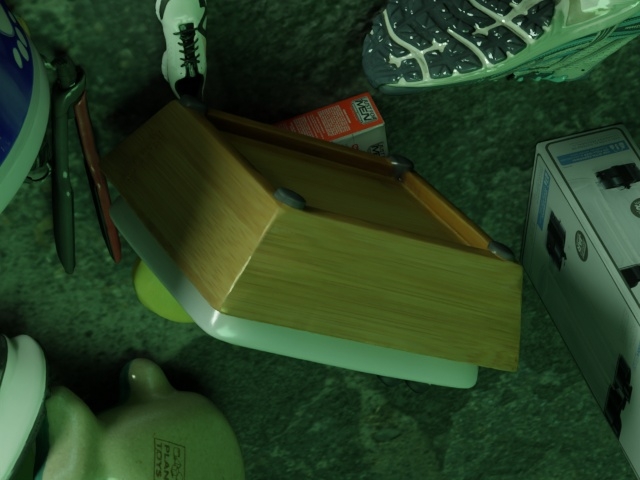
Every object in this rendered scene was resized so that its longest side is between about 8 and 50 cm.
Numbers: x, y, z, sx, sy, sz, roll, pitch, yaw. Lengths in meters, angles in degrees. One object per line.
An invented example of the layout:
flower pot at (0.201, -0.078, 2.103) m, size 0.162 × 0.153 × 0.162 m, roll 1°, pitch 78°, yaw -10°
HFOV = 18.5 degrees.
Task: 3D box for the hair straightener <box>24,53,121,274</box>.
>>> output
hair straightener at (-0.214, -0.058, 1.552) m, size 0.089 × 0.047 × 0.230 m, roll -16°, pitch 139°, yaw -11°

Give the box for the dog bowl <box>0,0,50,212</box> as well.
dog bowl at (-0.319, -0.086, 1.300) m, size 0.265 × 0.265 × 0.104 m, roll -27°, pitch 139°, yaw 2°

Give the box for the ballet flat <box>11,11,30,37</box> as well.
ballet flat at (-0.283, -0.080, 1.478) m, size 0.073 × 0.080 × 0.232 m, roll -22°, pitch 155°, yaw -54°

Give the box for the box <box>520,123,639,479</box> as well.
box at (0.277, 0.057, 1.736) m, size 0.087 × 0.290 × 0.169 m, roll -13°, pitch 140°, yaw -14°

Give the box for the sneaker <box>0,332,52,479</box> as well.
sneaker at (-0.426, 0.239, 1.604) m, size 0.257 × 0.169 × 0.448 m, roll 28°, pitch 82°, yaw -29°

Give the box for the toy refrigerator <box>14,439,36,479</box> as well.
toy refrigerator at (-0.365, 0.270, 1.795) m, size 0.269 × 0.102 × 0.094 m, roll -19°, pitch 140°, yaw -6°

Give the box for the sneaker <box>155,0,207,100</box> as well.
sneaker at (-0.101, -0.151, 1.511) m, size 0.040 × 0.044 × 0.109 m, roll -13°, pitch 137°, yaw -10°

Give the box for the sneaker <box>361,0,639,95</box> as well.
sneaker at (0.172, -0.163, 1.587) m, size 0.283 × 0.110 × 0.122 m, roll -20°, pitch 144°, yaw -5°

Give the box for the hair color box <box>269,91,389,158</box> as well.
hair color box at (-0.015, -0.065, 1.648) m, size 0.141 × 0.043 × 0.072 m, roll -18°, pitch 139°, yaw -6°

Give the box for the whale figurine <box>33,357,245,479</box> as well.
whale figurine at (-0.182, 0.212, 1.763) m, size 0.141 × 0.216 × 0.272 m, roll -12°, pitch 158°, yaw 30°

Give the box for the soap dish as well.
soap dish at (0.000, 0.000, 1.530) m, size 0.290 × 0.229 × 0.118 m, roll 13°, pitch 111°, yaw -36°

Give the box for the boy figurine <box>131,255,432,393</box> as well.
boy figurine at (-0.035, 0.055, 1.705) m, size 0.285 × 0.177 × 0.092 m, roll 21°, pitch 83°, yaw -23°
